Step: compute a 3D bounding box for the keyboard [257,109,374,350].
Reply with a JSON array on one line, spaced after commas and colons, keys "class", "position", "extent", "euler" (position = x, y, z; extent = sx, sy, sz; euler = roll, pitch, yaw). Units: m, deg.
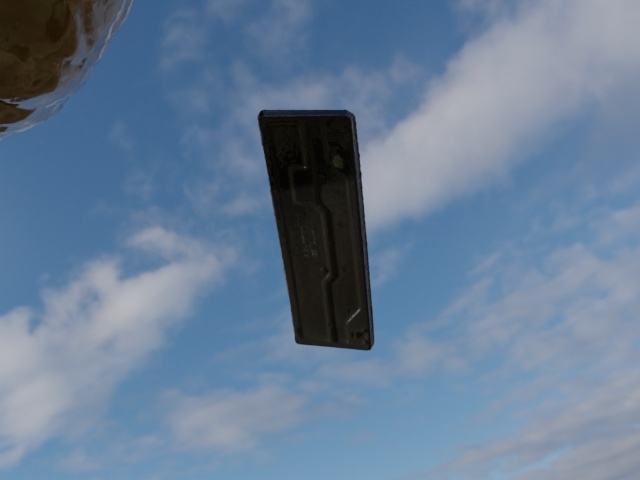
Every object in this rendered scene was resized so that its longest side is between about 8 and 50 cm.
[{"class": "keyboard", "position": [0.000, 0.000, 0.399], "extent": [0.053, 0.010, 0.155], "euler": [3, -57, 15]}]

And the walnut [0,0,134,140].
[{"class": "walnut", "position": [-0.238, -0.187, 0.340], "extent": [0.277, 0.251, 0.313], "euler": [-25, -35, 30]}]
